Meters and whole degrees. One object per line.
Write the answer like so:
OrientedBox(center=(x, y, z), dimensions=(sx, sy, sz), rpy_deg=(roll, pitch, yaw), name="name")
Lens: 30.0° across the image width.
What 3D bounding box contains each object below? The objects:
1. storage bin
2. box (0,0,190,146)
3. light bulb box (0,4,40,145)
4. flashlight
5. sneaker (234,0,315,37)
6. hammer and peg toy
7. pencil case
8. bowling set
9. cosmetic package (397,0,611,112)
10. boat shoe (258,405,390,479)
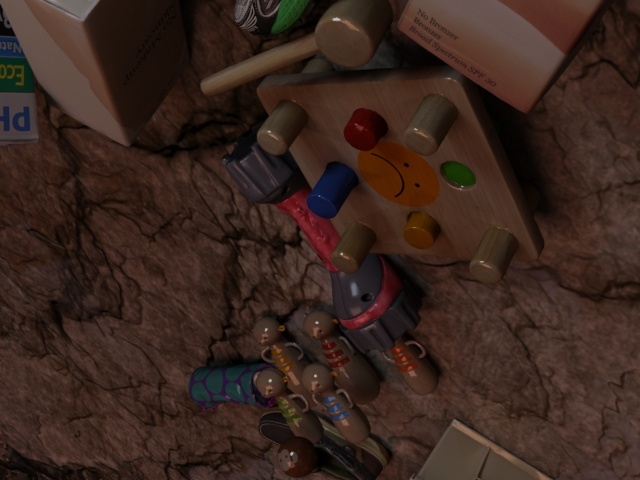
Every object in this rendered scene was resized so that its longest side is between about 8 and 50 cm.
OrientedBox(center=(0.228, 0.416, 1.660), dimensions=(0.260, 0.123, 0.262), rpy_deg=(32, 142, 10), name="storage bin")
OrientedBox(center=(-0.237, -0.238, 1.272), dimensions=(0.121, 0.148, 0.311), rpy_deg=(30, 165, 8), name="box")
OrientedBox(center=(-0.529, -0.271, 1.374), dimensions=(0.358, 0.225, 0.360), rpy_deg=(-3, 93, 42), name="light bulb box")
OrientedBox(center=(0.000, 0.000, 1.429), dimensions=(0.304, 0.103, 0.103), rpy_deg=(50, 180, -21), name="flashlight")
OrientedBox(center=(-0.063, -0.330, 1.019), dimensions=(0.146, 0.134, 0.343), rpy_deg=(-6, 131, -7), name="sneaker")
OrientedBox(center=(0.057, -0.115, 1.225), dimensions=(0.266, 0.127, 0.361), rpy_deg=(2, 137, 38), name="hammer and peg toy")
OrientedBox(center=(-0.130, 0.222, 1.803), dimensions=(0.152, 0.064, 0.070), rpy_deg=(-7, 99, 44), name="pencil case")
OrientedBox(center=(-0.006, 0.196, 1.576), dimensions=(0.287, 0.200, 0.154), rpy_deg=(-16, 116, 43), name="bowling set")
OrientedBox(center=(0.196, -0.266, 0.980), dimensions=(0.153, 0.129, 0.296), rpy_deg=(35, 142, 8), name="cosmetic package")
OrientedBox(center=(-0.007, 0.311, 1.786), dimensions=(0.224, 0.073, 0.080), rpy_deg=(14, 136, 29), name="boat shoe")
